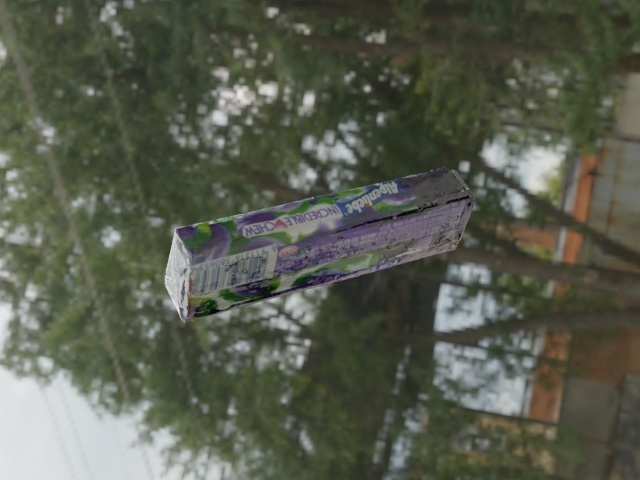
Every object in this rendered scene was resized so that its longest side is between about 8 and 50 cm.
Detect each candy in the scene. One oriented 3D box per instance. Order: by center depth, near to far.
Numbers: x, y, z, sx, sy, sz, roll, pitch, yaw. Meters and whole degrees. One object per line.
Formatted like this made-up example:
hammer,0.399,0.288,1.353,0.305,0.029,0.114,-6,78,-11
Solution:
candy,0.000,0.000,1.293,0.061,0.312,0.088,57,147,34
